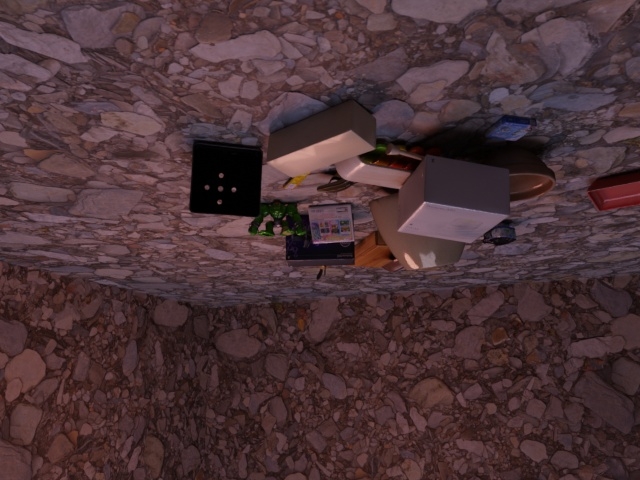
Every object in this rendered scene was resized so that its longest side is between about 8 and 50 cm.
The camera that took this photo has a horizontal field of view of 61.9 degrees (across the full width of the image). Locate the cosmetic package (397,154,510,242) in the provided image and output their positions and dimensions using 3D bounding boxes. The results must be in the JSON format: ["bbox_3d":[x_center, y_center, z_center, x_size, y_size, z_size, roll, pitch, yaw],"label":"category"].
[{"bbox_3d":[0.344,-0.102,1.411,0.223,0.138,0.225,8,159,-7],"label":"cosmetic package"}]

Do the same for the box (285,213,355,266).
[{"bbox_3d":[0.000,0.000,2.049,0.260,0.185,0.103,-2,166,2],"label":"box"}]

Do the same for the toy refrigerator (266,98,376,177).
[{"bbox_3d":[-0.001,-0.248,1.313,0.269,0.094,0.102,-14,153,38],"label":"toy refrigerator"}]

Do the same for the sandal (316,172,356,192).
[{"bbox_3d":[0.072,-0.189,1.626,0.180,0.049,0.072,-22,164,18],"label":"sandal"}]

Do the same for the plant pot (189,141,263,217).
[{"bbox_3d":[-0.272,-0.157,1.492,0.187,0.188,0.167,3,177,-17],"label":"plant pot"}]

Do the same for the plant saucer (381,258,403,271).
[{"bbox_3d":[0.420,0.071,2.368,0.310,0.050,0.310,-24,172,-4],"label":"plant saucer"}]

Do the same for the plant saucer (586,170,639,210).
[{"bbox_3d":[1.026,-0.170,1.742,0.258,0.048,0.259,-12,162,34],"label":"plant saucer"}]

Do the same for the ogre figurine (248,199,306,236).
[{"bbox_3d":[-0.154,-0.074,1.890,0.196,0.118,0.097,-8,159,19],"label":"ogre figurine"}]

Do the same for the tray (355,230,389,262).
[{"bbox_3d":[0.273,0.050,2.465,0.202,0.076,0.411,3,164,-15],"label":"tray"}]

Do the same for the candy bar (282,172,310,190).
[{"bbox_3d":[-0.077,-0.188,1.662,0.040,0.018,0.161,9,163,-21],"label":"candy bar"}]

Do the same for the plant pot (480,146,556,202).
[{"bbox_3d":[0.533,-0.192,1.512,0.237,0.110,0.237,-1,164,0],"label":"plant pot"}]

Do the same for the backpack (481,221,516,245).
[{"bbox_3d":[0.731,-0.030,2.172,0.104,0.084,0.114,8,166,-28],"label":"backpack"}]

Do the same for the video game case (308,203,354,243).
[{"bbox_3d":[0.040,-0.061,1.948,0.157,0.143,0.019,-4,-157,10],"label":"video game case"}]

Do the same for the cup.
[{"bbox_3d":[0.334,-0.034,1.697,0.330,0.237,0.331,-9,178,0],"label":"cup"}]

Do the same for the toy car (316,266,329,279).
[{"bbox_3d":[-0.004,0.071,2.300,0.148,0.189,0.155,4,164,-19],"label":"toy car"}]

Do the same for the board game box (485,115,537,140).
[{"bbox_3d":[0.479,-0.281,1.346,0.090,0.020,0.090,3,166,-14],"label":"board game box"}]

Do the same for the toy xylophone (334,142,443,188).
[{"bbox_3d":[0.204,-0.215,1.457,0.322,0.081,0.236,9,162,-32],"label":"toy xylophone"}]
